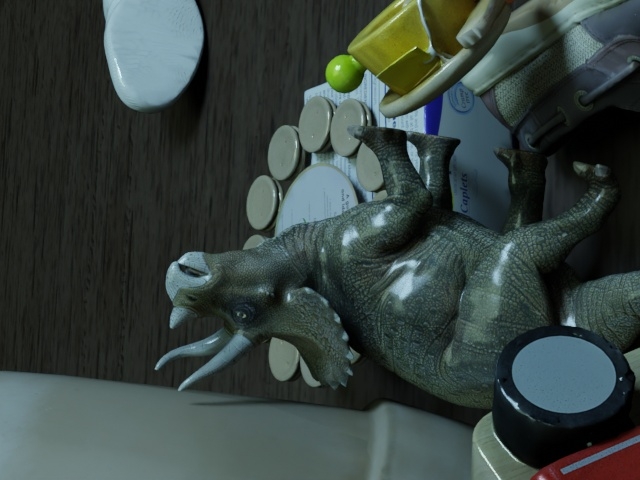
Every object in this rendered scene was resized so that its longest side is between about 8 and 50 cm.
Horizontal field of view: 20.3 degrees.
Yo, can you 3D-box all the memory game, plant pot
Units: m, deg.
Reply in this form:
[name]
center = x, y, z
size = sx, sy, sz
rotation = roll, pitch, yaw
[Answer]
[memory game]
center = 0.000, 0.000, 1.114
size = 0.186, 0.012, 0.186
rotation = -17, 70, 55
[plant pot]
center = -0.093, 0.209, 0.989
size = 0.323, 0.280, 0.323
rotation = -160, 90, -85

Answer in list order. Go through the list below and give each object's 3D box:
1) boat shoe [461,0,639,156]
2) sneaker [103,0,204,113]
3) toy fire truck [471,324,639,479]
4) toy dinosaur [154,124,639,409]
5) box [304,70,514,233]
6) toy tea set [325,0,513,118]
[boat shoe]
center = 0.173, -0.112, 0.927
size = 0.092, 0.103, 0.285
rotation = 54, 150, -6
[sneaker]
center = -0.147, -0.180, 1.474
size = 0.094, 0.080, 0.212
rotation = 123, 148, -52
[toy fire truck]
center = 0.205, 0.144, 0.733
size = 0.246, 0.217, 0.158
rotation = 54, 156, 41
[toy dinosaur]
center = 0.080, 0.026, 0.976
size = 0.121, 0.313, 0.160
rotation = -11, -68, -77
[box]
center = 0.054, -0.044, 1.118
size = 0.137, 0.072, 0.126
rotation = -15, 73, 56
[toy tea set]
center = 0.122, -0.213, 0.902
size = 0.336, 0.124, 0.200
rotation = -37, 11, 26
